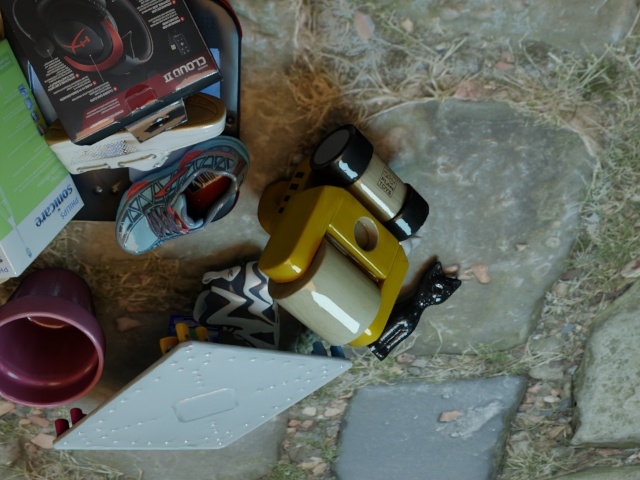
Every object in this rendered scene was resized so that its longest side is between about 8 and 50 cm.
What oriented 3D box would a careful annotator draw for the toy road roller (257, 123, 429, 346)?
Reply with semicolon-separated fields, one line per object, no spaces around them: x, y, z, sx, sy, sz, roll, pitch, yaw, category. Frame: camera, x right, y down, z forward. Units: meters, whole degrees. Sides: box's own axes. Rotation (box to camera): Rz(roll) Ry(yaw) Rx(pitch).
0.000;0.000;1.332;0.241;0.329;0.202;-15;132;46;toy road roller

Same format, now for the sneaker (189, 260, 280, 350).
-0.155;0.140;1.522;0.153;0.094;0.235;-2;133;3;sneaker

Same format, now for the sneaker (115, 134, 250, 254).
-0.222;-0.057;1.291;0.262;0.125;0.104;-38;118;17;sneaker

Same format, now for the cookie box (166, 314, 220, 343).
-0.241;0.194;1.570;0.092;0.040;0.107;6;122;-14;cookie box

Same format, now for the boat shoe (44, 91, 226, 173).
-0.262;-0.151;1.249;0.277;0.098;0.096;-5;133;14;boat shoe

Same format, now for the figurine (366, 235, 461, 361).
0.125;0.083;1.537;0.209;0.092;0.215;-40;119;8;figurine

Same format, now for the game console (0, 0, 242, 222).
-0.294;-0.197;1.295;0.342;0.060;0.386;-1;123;-9;game console

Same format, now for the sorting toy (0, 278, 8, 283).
-0.655;0.001;1.287;0.255;0.089;0.257;-28;121;2;sorting toy

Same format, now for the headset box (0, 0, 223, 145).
-0.279;-0.277;1.128;0.218;0.110;0.293;-27;95;0;headset box

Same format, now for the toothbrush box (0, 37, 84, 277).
-0.485;-0.113;1.201;0.122;0.206;0.283;-8;120;20;toothbrush box

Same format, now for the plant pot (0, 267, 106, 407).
-0.459;0.147;1.420;0.201;0.180;0.201;-4;124;-6;plant pot

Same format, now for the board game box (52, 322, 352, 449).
-0.205;0.269;1.485;0.390;0.050;0.390;-37;147;31;board game box
